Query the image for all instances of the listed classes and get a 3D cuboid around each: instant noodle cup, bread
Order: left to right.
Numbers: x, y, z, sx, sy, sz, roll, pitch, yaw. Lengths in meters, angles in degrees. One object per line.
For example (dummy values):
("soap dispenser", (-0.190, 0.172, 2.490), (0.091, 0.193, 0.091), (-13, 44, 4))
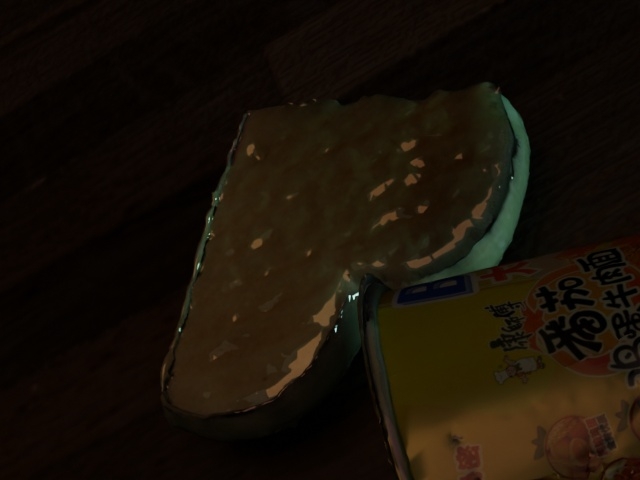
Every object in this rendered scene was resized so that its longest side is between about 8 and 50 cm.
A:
("bread", (0.000, 0.000, 0.943), (0.232, 0.064, 0.172), (-41, 50, 1))
("instant noodle cup", (0.119, 0.087, 0.752), (0.153, 0.205, 0.205), (-19, 54, 7))
